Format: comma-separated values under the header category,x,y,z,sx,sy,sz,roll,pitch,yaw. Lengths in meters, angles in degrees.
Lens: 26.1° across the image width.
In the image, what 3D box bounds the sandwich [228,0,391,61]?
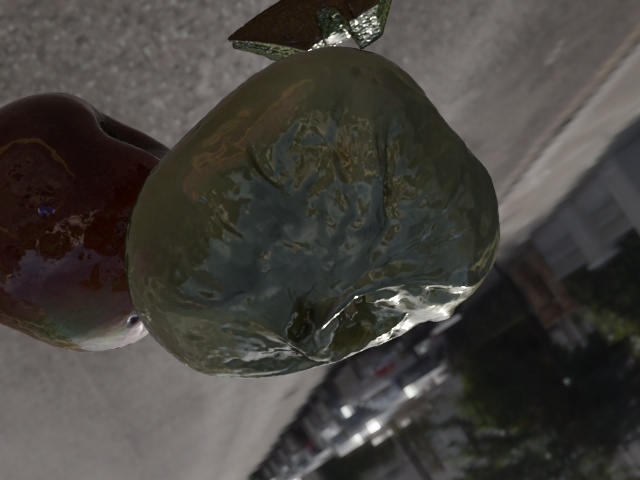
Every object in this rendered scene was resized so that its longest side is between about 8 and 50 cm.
category,x,y,z,sx,sy,sz,roll,pitch,yaw
sandwich,0.012,-0.270,1.670,0.244,0.088,0.090,-30,168,-3

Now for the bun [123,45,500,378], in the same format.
category,x,y,z,sx,sy,sz,roll,pitch,yaw
bun,0.000,0.000,1.283,0.361,0.213,0.361,-14,132,-16

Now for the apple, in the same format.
category,x,y,z,sx,sy,sz,roll,pitch,yaw
apple,-0.314,-0.024,1.744,0.277,0.348,0.348,-56,169,6
